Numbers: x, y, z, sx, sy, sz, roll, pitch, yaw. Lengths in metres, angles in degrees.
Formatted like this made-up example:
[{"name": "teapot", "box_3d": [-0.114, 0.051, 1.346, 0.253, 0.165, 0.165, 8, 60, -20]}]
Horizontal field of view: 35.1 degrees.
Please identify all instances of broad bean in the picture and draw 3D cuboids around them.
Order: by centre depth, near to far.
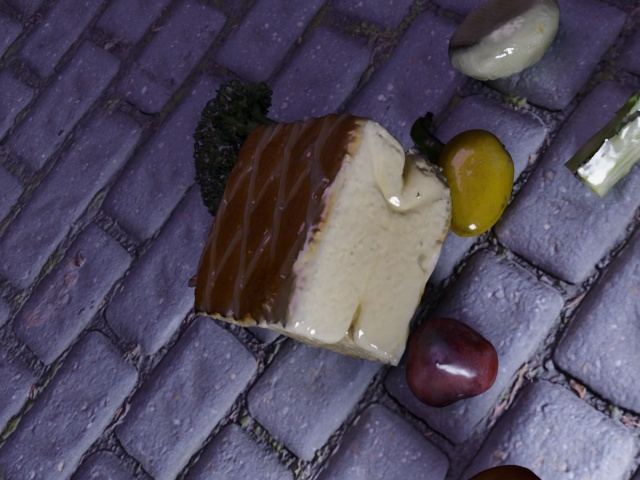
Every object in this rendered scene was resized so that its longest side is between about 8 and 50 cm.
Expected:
[{"name": "broad bean", "box_3d": [0.216, -0.171, 1.895, 0.061, 0.046, 0.195, -23, 51, 0]}]

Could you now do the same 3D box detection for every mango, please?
[{"name": "mango", "box_3d": [0.268, -0.100, 1.783, 0.137, 0.098, 0.195, 15, 84, 4]}]

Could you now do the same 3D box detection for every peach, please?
[{"name": "peach", "box_3d": [0.205, 0.203, 1.640, 0.152, 0.152, 0.152, -14, 59, 25]}]

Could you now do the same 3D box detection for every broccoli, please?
[{"name": "broccoli", "box_3d": [0.571, -0.205, 1.637, 0.361, 0.252, 0.221, -62, 38, 35]}, {"name": "broccoli", "box_3d": [-0.141, -0.170, 1.986, 0.260, 0.288, 0.235, -29, 42, -34]}]

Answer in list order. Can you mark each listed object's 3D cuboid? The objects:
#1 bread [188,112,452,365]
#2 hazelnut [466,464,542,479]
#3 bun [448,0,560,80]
[{"name": "bread", "box_3d": [0.000, 0.000, 1.739, 0.371, 0.279, 0.389, 0, 65, 57]}, {"name": "hazelnut", "box_3d": [0.244, 0.431, 1.463, 0.210, 0.210, 0.186, -49, 12, 0]}, {"name": "bun", "box_3d": [0.348, -0.372, 1.880, 0.222, 0.127, 0.222, -34, 23, 16]}]
